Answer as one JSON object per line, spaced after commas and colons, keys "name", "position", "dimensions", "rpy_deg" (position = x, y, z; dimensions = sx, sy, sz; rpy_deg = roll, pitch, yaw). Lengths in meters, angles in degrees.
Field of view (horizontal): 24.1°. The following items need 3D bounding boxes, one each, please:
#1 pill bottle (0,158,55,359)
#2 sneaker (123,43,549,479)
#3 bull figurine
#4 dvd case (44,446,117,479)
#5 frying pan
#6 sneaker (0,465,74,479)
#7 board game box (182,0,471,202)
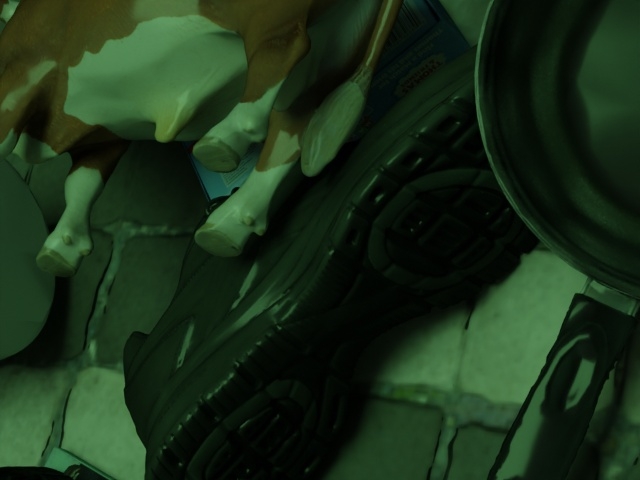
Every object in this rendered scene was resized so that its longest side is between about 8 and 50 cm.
{"name": "pill bottle", "position": [-0.305, 0.038, 0.891], "dimensions": [0.278, 0.162, 0.162], "rpy_deg": [-18, 61, 28]}
{"name": "sneaker", "position": [0.000, 0.000, 0.733], "dimensions": [0.286, 0.109, 0.130], "rpy_deg": [-45, 41, 6]}
{"name": "bull figurine", "position": [-0.093, -0.081, 0.752], "dimensions": [0.310, 0.101, 0.188], "rpy_deg": [-13, 50, 39]}
{"name": "dvd case", "position": [-0.140, 0.181, 0.805], "dimensions": [0.087, 0.013, 0.119], "rpy_deg": [22, 84, 39]}
{"name": "frying pan", "position": [0.163, -0.004, 0.637], "dimensions": [0.197, 0.053, 0.326], "rpy_deg": [2, 88, 14]}
{"name": "sneaker", "position": [-0.147, 0.167, 0.758], "dimensions": [0.221, 0.083, 0.087], "rpy_deg": [10, 89, 44]}
{"name": "board game box", "position": [-0.028, -0.132, 0.847], "dimensions": [0.160, 0.039, 0.211], "rpy_deg": [-39, 53, 15]}
